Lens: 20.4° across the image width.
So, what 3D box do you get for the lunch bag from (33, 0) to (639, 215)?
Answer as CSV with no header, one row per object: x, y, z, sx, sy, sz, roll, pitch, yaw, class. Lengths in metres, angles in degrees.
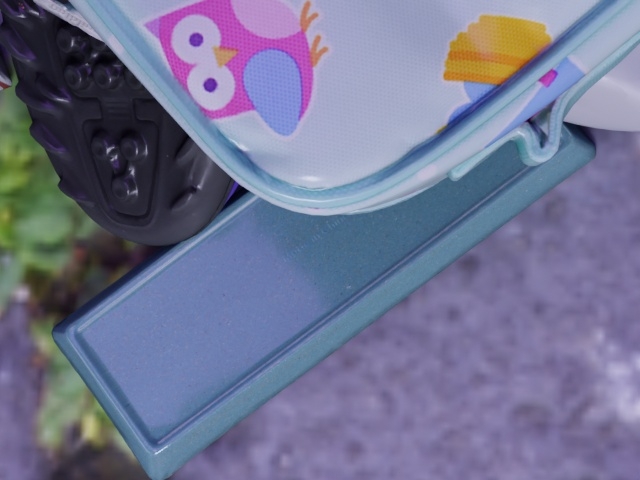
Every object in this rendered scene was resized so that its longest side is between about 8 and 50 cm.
0.034,-0.145,0.481,0.279,0.108,0.224,-40,94,2,lunch bag

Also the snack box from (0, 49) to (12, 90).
-0.172,-0.126,0.651,0.064,0.022,0.178,-22,79,4,snack box

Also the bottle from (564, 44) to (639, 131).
0.118,-0.179,0.589,0.118,0.092,0.282,16,82,9,bottle

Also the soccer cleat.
-0.046,-0.159,0.607,0.109,0.116,0.318,-1,97,35,soccer cleat

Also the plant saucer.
0.000,0.000,0.613,0.192,0.018,0.067,-36,79,-1,plant saucer
